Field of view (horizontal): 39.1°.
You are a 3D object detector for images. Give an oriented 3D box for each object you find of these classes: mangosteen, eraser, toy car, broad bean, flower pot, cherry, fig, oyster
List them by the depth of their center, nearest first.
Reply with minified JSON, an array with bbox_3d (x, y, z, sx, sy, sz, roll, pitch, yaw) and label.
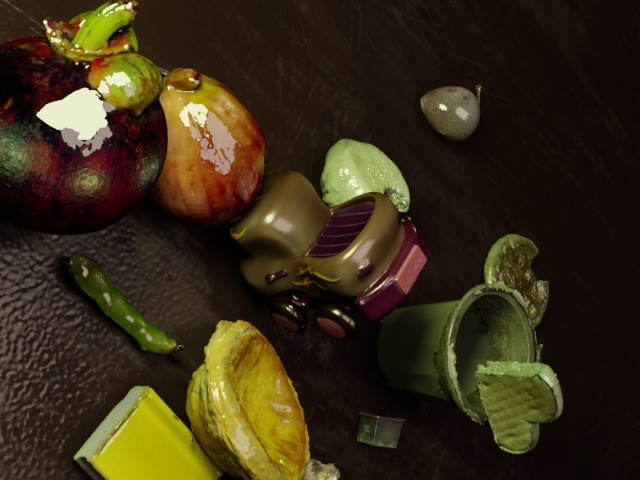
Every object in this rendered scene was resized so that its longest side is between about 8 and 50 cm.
[{"bbox_3d":[-0.361,-0.177,1.288,0.306,0.359,0.306,18,40,-16],"label":"mangosteen"},{"bbox_3d":[-0.275,0.365,1.475,0.226,0.069,0.158,54,56,-23],"label":"eraser"},{"bbox_3d":[-0.324,0.113,1.476,0.256,0.052,0.052,48,18,-27],"label":"broad bean"},{"bbox_3d":[-0.201,-0.158,1.520,0.224,0.224,0.263,-29,100,-40],"label":"fig"},{"bbox_3d":[0.000,0.000,1.583,0.240,0.340,0.271,56,52,-31],"label":"toy car"},{"bbox_3d":[-0.026,0.449,1.707,0.200,0.061,0.106,48,39,-29],"label":"oyster"},{"bbox_3d":[0.268,0.232,1.844,0.290,0.259,0.290,6,81,-42],"label":"flower pot"},{"bbox_3d":[0.300,-0.317,2.055,0.148,0.115,0.188,10,65,-1],"label":"cherry"}]

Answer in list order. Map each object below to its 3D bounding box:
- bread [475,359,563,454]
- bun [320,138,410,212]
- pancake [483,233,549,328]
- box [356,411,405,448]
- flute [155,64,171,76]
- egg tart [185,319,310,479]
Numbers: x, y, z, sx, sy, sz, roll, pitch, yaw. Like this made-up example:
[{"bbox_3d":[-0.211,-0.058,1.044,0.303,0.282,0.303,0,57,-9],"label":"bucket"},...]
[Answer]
[{"bbox_3d":[0.356,0.290,1.664,0.064,0.172,0.232,-32,150,-38],"label":"bread"},{"bbox_3d":[0.080,-0.099,1.809,0.212,0.126,0.204,18,47,-45],"label":"bun"},{"bbox_3d":[0.477,0.109,2.192,0.253,0.037,0.254,7,80,-42],"label":"pancake"},{"bbox_3d":[0.120,0.385,1.829,0.084,0.060,0.063,16,79,-40],"label":"box"},{"bbox_3d":[-0.311,-0.309,1.566,0.269,0.014,0.014,19,72,-39],"label":"flute"},{"bbox_3d":[-0.133,0.294,1.541,0.319,0.128,0.319,54,21,-32],"label":"egg tart"}]
